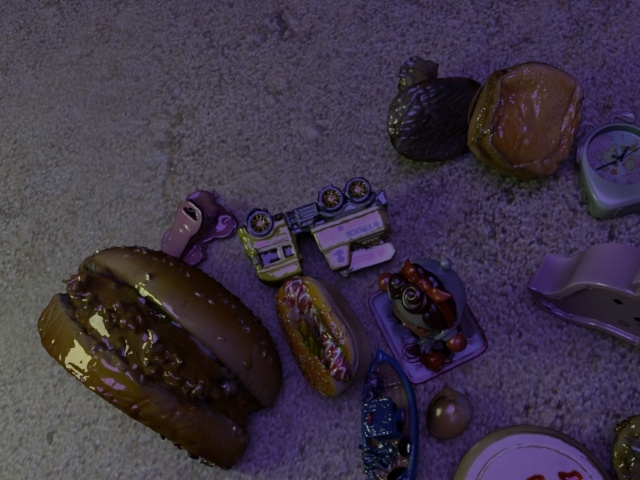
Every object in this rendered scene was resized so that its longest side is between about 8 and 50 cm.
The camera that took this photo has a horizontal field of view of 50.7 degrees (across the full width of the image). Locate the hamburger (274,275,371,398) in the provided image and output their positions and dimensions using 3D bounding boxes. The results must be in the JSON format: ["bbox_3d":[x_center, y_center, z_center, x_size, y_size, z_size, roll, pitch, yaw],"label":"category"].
[{"bbox_3d":[-0.005,0.157,1.125,0.116,0.173,0.210,-21,65,-27],"label":"hamburger"}]

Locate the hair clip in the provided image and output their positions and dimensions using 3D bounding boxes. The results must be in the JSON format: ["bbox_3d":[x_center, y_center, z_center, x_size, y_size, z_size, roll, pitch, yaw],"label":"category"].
[{"bbox_3d":[-0.240,-0.018,1.304,0.123,0.102,0.138,35,110,21],"label":"hair clip"}]

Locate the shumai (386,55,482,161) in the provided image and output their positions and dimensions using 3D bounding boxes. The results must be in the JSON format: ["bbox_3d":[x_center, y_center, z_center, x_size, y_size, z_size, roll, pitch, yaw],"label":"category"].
[{"bbox_3d":[0.201,-0.247,1.274,0.209,0.161,0.153,-28,44,-11],"label":"shumai"}]

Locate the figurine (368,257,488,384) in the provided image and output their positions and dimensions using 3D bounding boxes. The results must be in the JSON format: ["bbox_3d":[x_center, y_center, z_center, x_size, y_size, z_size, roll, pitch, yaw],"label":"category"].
[{"bbox_3d":[0.173,0.103,1.085,0.160,0.226,0.183,-26,67,-3],"label":"figurine"}]

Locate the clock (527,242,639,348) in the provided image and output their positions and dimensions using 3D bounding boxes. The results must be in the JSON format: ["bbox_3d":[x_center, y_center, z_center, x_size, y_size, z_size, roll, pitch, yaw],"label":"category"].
[{"bbox_3d":[0.503,0.115,1.064,0.290,0.275,0.080,38,73,-17],"label":"clock"}]

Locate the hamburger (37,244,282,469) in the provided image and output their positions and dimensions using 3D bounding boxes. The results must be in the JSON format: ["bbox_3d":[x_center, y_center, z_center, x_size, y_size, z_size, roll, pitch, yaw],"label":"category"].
[{"bbox_3d":[-0.276,0.154,1.109,0.445,0.287,0.268,33,75,17],"label":"hamburger"}]

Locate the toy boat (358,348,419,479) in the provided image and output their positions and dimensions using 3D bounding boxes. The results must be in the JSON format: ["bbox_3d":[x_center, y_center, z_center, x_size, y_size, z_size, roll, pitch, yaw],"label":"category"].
[{"bbox_3d":[0.103,0.281,1.079,0.100,0.097,0.223,-18,54,25],"label":"toy boat"}]

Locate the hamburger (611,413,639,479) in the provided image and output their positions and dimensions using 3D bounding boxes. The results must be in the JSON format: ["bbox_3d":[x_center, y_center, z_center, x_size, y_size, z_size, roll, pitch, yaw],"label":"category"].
[{"bbox_3d":[0.528,0.347,1.004,0.183,0.130,0.206,-12,86,6],"label":"hamburger"}]

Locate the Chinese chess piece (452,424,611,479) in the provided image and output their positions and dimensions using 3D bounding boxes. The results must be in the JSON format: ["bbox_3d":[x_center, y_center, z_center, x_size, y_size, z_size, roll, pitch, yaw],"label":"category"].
[{"bbox_3d":[0.319,0.405,1.013,0.251,0.097,0.250,-3,68,9],"label":"Chinese chess piece"}]

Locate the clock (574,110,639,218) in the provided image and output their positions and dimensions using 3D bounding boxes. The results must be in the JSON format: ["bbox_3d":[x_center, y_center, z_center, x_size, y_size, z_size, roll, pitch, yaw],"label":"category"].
[{"bbox_3d":[0.535,-0.142,1.214,0.151,0.062,0.191,-14,67,4],"label":"clock"}]

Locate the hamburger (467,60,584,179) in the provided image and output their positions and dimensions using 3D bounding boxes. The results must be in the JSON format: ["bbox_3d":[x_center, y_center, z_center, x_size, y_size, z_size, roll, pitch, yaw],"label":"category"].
[{"bbox_3d":[0.369,-0.215,1.206,0.214,0.108,0.213,0,90,-18],"label":"hamburger"}]

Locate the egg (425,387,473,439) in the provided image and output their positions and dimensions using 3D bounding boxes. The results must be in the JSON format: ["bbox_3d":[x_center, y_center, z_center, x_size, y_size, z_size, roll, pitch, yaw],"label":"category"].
[{"bbox_3d":[0.207,0.284,1.094,0.071,0.071,0.083,34,92,19],"label":"egg"}]

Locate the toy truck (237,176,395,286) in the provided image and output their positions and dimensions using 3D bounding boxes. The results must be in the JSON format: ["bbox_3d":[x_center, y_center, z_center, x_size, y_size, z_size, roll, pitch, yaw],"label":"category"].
[{"bbox_3d":[0.000,0.000,1.213,0.272,0.124,0.157,-18,77,-2],"label":"toy truck"}]
